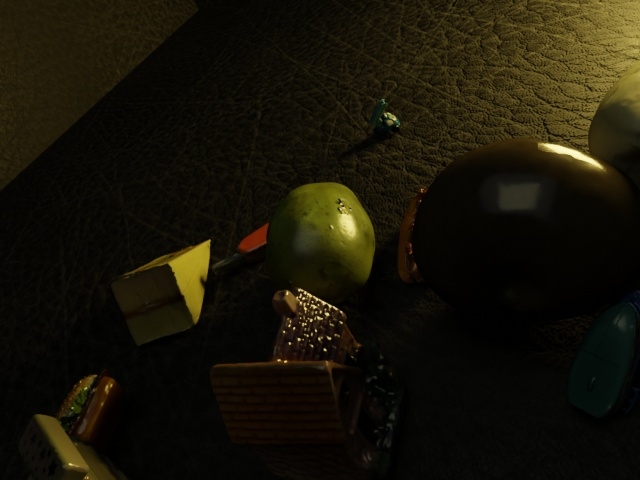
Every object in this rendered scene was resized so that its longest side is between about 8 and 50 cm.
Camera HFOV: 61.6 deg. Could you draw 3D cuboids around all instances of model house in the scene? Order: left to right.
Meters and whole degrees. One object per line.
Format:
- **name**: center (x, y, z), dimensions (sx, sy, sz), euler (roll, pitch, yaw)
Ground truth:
- **model house**: center (-0.005, 0.206, 0.801), dimensions (0.202, 0.237, 0.237), euler (-6, 43, 30)

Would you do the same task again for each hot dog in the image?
- **hot dog**: center (0.204, -0.025, 1.059), dimensions (0.102, 0.076, 0.249), euler (-6, 44, 33)

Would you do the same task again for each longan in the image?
- **longan**: center (0.303, -0.015, 0.821), dimensions (0.350, 0.288, 0.288), euler (7, 50, 47)

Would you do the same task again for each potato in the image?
- **potato**: center (-0.002, 0.002, 1.060), dimensions (0.216, 0.215, 0.304), euler (-23, 28, 9)

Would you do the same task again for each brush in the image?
- **brush**: center (-0.111, -0.008, 1.269), dimensions (0.323, 0.051, 0.070), euler (-29, 44, -5)

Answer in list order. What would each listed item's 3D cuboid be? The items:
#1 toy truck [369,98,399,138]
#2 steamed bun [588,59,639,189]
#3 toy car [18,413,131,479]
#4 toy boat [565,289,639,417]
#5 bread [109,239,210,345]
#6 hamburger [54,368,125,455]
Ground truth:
- **toy truck**: center (0.164, -0.320, 1.405), dimensions (0.073, 0.090, 0.056), euler (-24, 38, 6)
- **steamed bun**: center (0.605, -0.149, 0.818), dimensions (0.312, 0.233, 0.334), euler (-42, 48, -19)
- **toy car**: center (-0.451, 0.471, 0.799), dimensions (0.242, 0.226, 0.336), euler (20, 58, 45)
- **toy boat**: center (0.403, 0.149, 0.727), dimensions (0.091, 0.110, 0.175), euler (26, 105, 48)
- **bread**: center (-0.343, 0.115, 1.284), dimensions (0.168, 0.163, 0.264), euler (-18, 8, 16)
- **hamburger**: center (-0.446, 0.331, 1.026), dimensions (0.087, 0.137, 0.166), euler (4, 39, 6)
